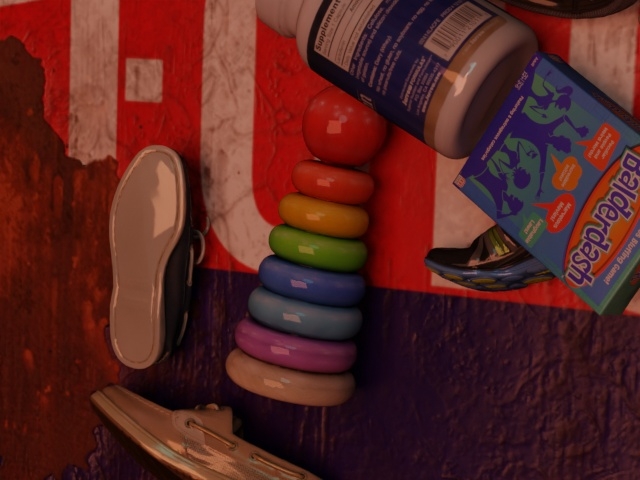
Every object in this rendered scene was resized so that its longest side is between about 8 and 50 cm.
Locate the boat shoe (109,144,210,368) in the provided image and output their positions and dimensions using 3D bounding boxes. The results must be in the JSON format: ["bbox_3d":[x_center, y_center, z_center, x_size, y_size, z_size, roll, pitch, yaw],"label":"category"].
[{"bbox_3d":[-0.178,0.017,1.881,0.095,0.079,0.254,7,101,26],"label":"boat shoe"}]

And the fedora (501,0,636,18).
[{"bbox_3d":[0.199,-0.317,1.560,0.244,0.275,0.124,4,71,49],"label":"fedora"}]

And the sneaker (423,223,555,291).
[{"bbox_3d":[0.194,0.006,1.693,0.188,0.067,0.078,-13,67,31],"label":"sneaker"}]

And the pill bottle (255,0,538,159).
[{"bbox_3d":[0.072,-0.208,1.679,0.265,0.153,0.153,35,110,22],"label":"pill bottle"}]

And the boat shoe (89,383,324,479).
[{"bbox_3d":[-0.123,0.236,1.870,0.302,0.109,0.098,29,69,24],"label":"boat shoe"}]

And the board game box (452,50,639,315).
[{"bbox_3d":[0.244,-0.055,1.589,0.210,0.047,0.160,43,115,30],"label":"board game box"}]

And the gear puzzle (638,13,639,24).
[{"bbox_3d":[0.450,-0.217,1.469,0.339,0.044,0.175,-31,72,24],"label":"gear puzzle"}]

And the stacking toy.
[{"bbox_3d":[0.000,0.000,1.757,0.141,0.141,0.330,16,99,27],"label":"stacking toy"}]
